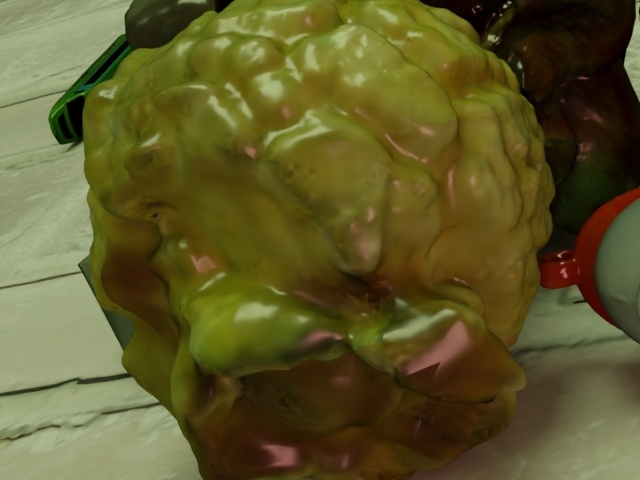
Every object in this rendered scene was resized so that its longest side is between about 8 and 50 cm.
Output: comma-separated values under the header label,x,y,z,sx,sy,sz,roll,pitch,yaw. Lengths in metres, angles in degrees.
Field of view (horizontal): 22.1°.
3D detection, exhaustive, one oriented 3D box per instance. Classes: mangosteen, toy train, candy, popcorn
label,x,y,z,sx,sy,sz,roll,pitch,yaw
mangosteen,0.074,-0.127,1.027,0.288,0.288,0.288,-20,22,8
toy train,-0.214,-0.156,1.665,0.042,0.044,0.209,-12,25,22
candy,-0.119,-0.232,1.673,0.104,0.102,0.234,-17,24,16
popcorn,0.000,0.000,0.832,0.224,0.258,0.270,-11,11,-31

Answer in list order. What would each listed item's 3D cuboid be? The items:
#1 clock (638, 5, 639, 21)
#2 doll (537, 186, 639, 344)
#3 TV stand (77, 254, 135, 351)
label,x,y,z,sx,sy,sz,roll,pitch,yaw
clock,0.328,-0.143,0.955,0.280,0.055,0.281,0,33,0
doll,0.253,0.002,0.761,0.336,0.105,0.199,-5,14,35
TV stand,-0.043,-0.024,1.148,0.088,0.083,0.269,-7,28,40
